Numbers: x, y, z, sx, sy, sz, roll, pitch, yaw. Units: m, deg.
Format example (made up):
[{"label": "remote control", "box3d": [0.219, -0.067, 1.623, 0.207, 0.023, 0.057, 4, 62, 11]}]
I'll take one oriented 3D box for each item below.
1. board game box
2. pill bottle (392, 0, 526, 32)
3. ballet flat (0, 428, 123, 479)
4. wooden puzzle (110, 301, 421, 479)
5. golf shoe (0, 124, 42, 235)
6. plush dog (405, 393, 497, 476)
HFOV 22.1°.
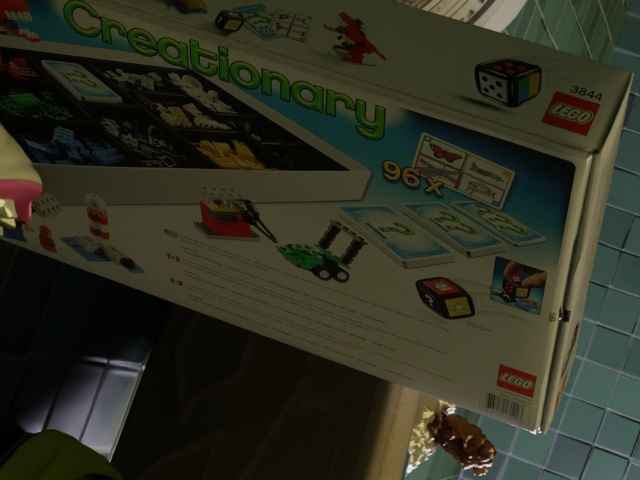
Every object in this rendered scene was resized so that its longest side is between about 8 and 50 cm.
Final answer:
[{"label": "board game box", "box3d": [-0.028, -0.034, 0.717, 0.193, 0.305, 0.053, 91, 23, -51]}, {"label": "pill bottle", "box3d": [0.009, -0.184, 0.833, 0.318, 0.176, 0.176, 14, 96, -67]}, {"label": "ballet flat", "box3d": [-0.179, 0.177, 0.887, 0.231, 0.077, 0.077, -46, 152, -56]}, {"label": "wooden puzzle", "box3d": [-0.021, 0.104, 0.937, 0.348, 0.080, 0.322, -34, -149, 48]}, {"label": "golf shoe", "box3d": [-0.213, -0.057, 0.482, 0.306, 0.115, 0.140, 5, 68, -63]}, {"label": "plush dog", "box3d": [0.026, 0.137, 1.400, 0.262, 0.210, 0.225, -64, -170, -15]}]
